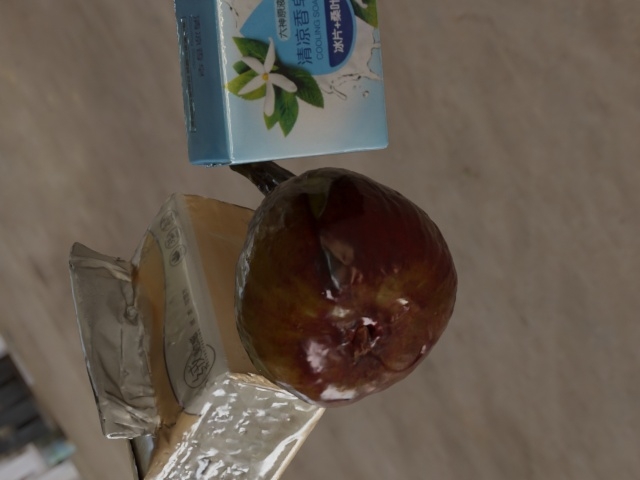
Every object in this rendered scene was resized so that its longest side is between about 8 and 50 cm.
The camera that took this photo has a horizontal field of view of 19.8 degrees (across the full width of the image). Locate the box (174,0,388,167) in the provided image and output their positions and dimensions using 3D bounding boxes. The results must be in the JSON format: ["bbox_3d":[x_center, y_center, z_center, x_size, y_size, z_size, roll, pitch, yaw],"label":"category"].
[{"bbox_3d":[-0.034,-0.178,1.432,0.083,0.142,0.232,6,101,62],"label":"box"}]

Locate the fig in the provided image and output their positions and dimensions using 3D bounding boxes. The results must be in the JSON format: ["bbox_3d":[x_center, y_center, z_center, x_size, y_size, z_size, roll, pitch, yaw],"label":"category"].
[{"bbox_3d":[-0.022,0.000,1.530,0.290,0.190,0.191,46,157,26],"label":"fig"}]

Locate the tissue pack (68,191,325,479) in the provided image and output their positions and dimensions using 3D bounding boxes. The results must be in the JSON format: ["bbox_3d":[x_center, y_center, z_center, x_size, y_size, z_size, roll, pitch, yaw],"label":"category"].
[{"bbox_3d":[-0.155,0.117,1.985,0.306,0.238,0.239,-108,4,-47],"label":"tissue pack"}]
